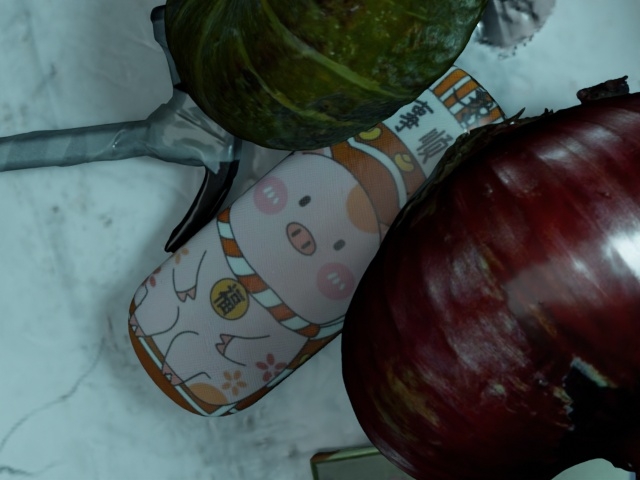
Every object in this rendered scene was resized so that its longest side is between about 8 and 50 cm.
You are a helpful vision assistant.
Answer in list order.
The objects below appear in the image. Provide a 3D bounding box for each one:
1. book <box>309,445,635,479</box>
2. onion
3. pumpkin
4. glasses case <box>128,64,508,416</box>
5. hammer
[{"bbox_3d":[0.167,0.216,1.124,0.322,0.018,0.228,-11,93,12],"label":"book"},{"bbox_3d":[0.154,0.054,0.983,0.273,0.273,0.285,-32,78,12],"label":"onion"},{"bbox_3d":[0.014,-0.161,1.047,0.219,0.162,0.219,-25,58,47],"label":"pumpkin"},{"bbox_3d":[0.000,0.000,1.115,0.266,0.067,0.103,-41,86,12],"label":"glasses case"},{"bbox_3d":[-0.254,-0.057,1.178,0.426,0.044,0.152,-4,94,13],"label":"hammer"}]
